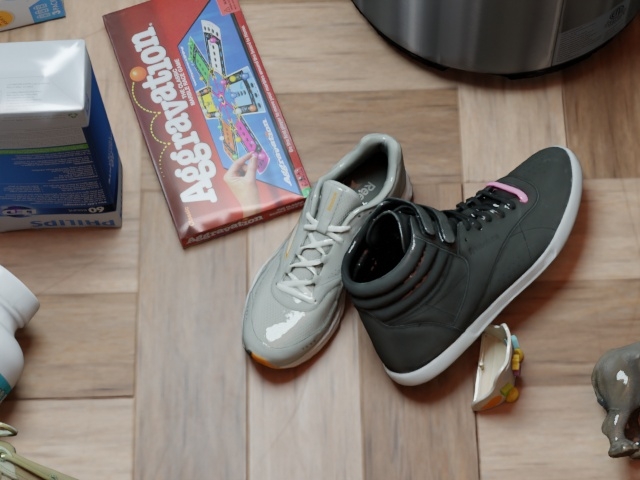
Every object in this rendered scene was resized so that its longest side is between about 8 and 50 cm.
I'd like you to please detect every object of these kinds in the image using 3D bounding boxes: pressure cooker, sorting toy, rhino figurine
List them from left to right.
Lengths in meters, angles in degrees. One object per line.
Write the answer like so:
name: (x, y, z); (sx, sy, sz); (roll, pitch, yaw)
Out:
sorting toy: (0.172, 0.116, 1.540); (0.045, 0.075, 0.083); (8, 67, 5)
pressure cooker: (0.190, -0.401, 1.579); (0.376, 0.420, 0.369); (18, 69, 10)
rhino figurine: (0.372, 0.131, 1.529); (0.243, 0.073, 0.106); (-13, 70, -6)

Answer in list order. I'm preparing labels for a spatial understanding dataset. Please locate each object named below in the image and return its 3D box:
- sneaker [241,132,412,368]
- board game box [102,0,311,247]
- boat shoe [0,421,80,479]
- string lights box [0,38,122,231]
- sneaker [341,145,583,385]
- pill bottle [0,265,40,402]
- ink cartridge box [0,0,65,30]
sneaker: (0.000, 0.000, 1.571); (0.099, 0.121, 0.262); (26, 70, 13)
board game box: (-0.120, -0.139, 1.687); (0.145, 0.027, 0.281); (-19, 67, -5)
boat shoe: (-0.277, 0.225, 1.441); (0.285, 0.105, 0.089); (38, 53, -29)
string lights box: (-0.272, -0.093, 1.543); (0.133, 0.259, 0.076); (-2, 67, 0)
sneaker: (0.137, -0.012, 1.547); (0.295, 0.147, 0.104); (-48, 38, -16)
pill bottle: (-0.379, 0.136, 1.509); (0.146, 0.146, 0.264); (31, 71, 14)
ink cartridge box: (-0.372, -0.267, 1.707); (0.181, 0.104, 0.061); (-14, 66, -3)
